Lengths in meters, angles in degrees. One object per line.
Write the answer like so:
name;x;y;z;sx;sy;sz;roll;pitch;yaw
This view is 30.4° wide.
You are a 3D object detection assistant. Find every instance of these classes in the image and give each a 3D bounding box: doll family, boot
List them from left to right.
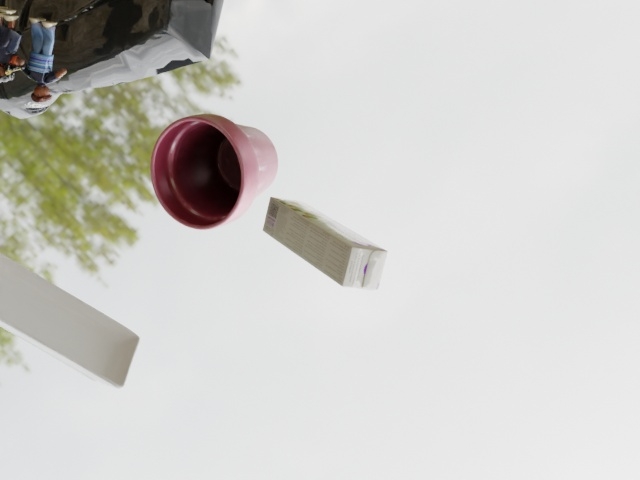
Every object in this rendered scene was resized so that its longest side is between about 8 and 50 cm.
doll family;-0.414;-0.248;1.562;0.193;0.111;0.076;23;-159;40
boot;-0.317;-0.391;1.689;0.445;0.146;0.366;-11;-101;47

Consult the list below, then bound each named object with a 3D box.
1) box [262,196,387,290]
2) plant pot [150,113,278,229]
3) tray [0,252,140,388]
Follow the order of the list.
box;0.000;0.000;1.839;0.324;0.063;0.067;31;-69;62
plant pot;-0.174;-0.132;2.117;0.201;0.201;0.180;-14;-176;30
tray;-0.370;0.102;1.557;0.030;0.270;0.145;-53;-167;19
